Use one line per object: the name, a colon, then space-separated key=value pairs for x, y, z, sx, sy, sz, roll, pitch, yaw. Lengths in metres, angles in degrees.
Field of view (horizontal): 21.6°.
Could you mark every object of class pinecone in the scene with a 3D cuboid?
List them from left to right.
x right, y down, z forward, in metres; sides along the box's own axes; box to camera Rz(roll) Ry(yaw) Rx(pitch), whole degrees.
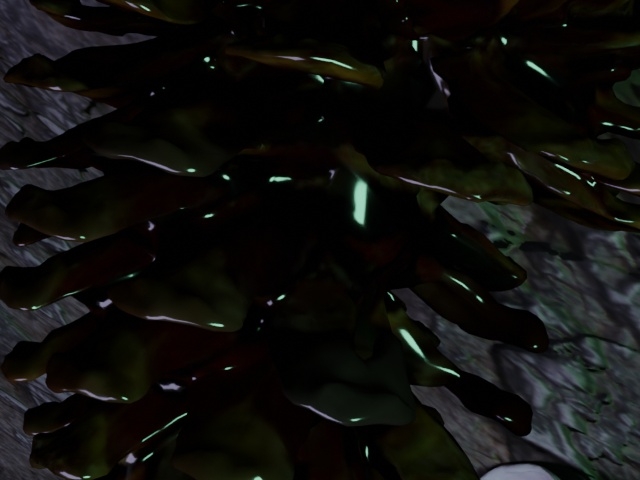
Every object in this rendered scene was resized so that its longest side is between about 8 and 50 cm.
pinecone: x=0.000 y=0.000 z=0.582 sx=0.246 sy=0.292 sz=0.246 roll=14 pitch=-176 yaw=-1

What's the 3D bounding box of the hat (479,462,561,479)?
hat: x=0.149 y=0.247 z=1.050 sx=0.126 sy=0.203 sz=0.203 roll=25 pitch=162 yaw=-18
